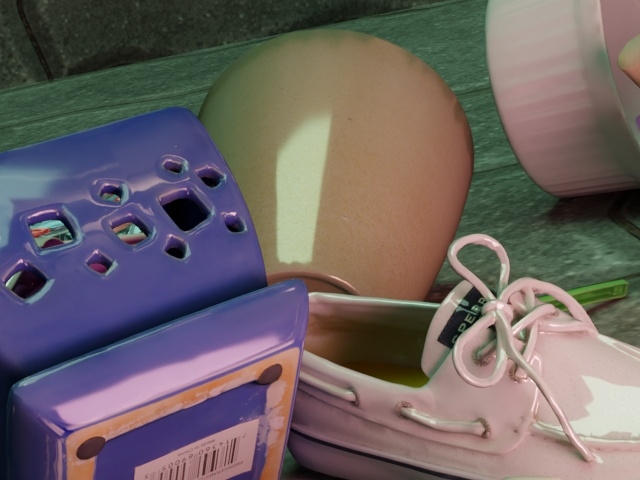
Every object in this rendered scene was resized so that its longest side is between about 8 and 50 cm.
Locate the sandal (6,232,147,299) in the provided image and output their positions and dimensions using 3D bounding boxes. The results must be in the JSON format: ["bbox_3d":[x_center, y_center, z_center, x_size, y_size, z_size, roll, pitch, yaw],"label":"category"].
[{"bbox_3d":[-0.232,0.069,1.285,0.416,0.169,0.102,-25,-1,-43],"label":"sandal"}]

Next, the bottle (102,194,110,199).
[{"bbox_3d":[-0.241,-0.021,1.745,0.282,0.118,0.092,-6,9,23],"label":"bottle"}]

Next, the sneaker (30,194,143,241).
[{"bbox_3d":[-0.227,0.030,1.572,0.262,0.104,0.125,-28,41,-5],"label":"sneaker"}]

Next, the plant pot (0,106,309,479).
[{"bbox_3d":[-0.142,0.081,1.041,0.236,0.236,0.212,-20,50,-29],"label":"plant pot"}]

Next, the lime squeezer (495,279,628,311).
[{"bbox_3d":[0.152,0.073,1.221,0.110,0.059,0.310,-5,16,25],"label":"lime squeezer"}]

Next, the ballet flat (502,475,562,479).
[{"bbox_3d":[0.101,0.180,0.761,0.123,0.123,0.348,-7,16,17],"label":"ballet flat"}]

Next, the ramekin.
[{"bbox_3d":[0.279,-0.176,1.636,0.135,0.277,0.277,-13,13,30],"label":"ramekin"}]

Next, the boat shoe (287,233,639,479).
[{"bbox_3d":[0.109,0.076,1.006,0.367,0.156,0.136,6,35,41],"label":"boat shoe"}]

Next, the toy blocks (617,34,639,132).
[{"bbox_3d":[0.441,-0.074,1.308,0.288,0.260,0.309,-36,31,26],"label":"toy blocks"}]

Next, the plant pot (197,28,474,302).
[{"bbox_3d":[0.000,0.000,1.320,0.256,0.256,0.274,-9,33,12],"label":"plant pot"}]
